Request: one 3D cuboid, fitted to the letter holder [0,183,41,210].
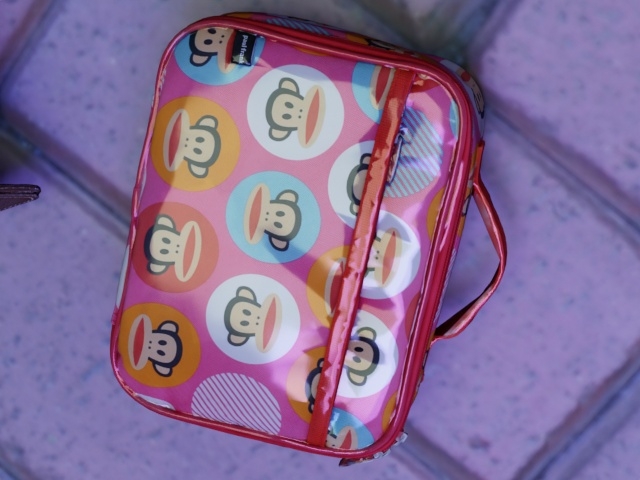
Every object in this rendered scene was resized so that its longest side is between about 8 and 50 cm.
[{"bbox_3d":[-0.384,-0.067,1.023,0.302,0.214,0.152,-14,83,28],"label":"letter holder"}]

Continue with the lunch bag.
[{"bbox_3d":[0.000,0.000,0.976,0.258,0.120,0.293,14,104,8],"label":"lunch bag"}]
